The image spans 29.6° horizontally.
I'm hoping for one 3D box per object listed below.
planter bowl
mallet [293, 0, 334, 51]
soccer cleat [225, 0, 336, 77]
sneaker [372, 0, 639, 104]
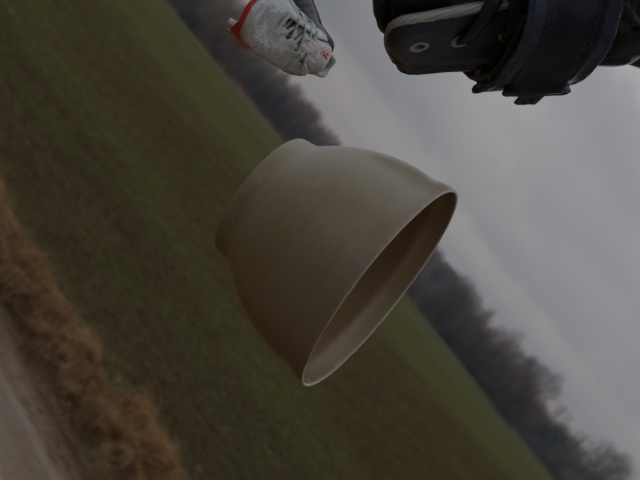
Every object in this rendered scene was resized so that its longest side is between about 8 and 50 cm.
[{"bbox_3d":[0.000,0.000,0.806,0.109,0.162,0.162,39,-1,14],"label":"planter bowl"},{"bbox_3d":[-0.032,-0.146,0.641,0.039,0.062,0.190,53,19,-42],"label":"mallet"},{"bbox_3d":[-0.013,-0.082,0.488,0.035,0.029,0.083,36,5,7],"label":"soccer cleat"},{"bbox_3d":[0.104,-0.091,0.359,0.226,0.163,0.086,170,-75,-75],"label":"sneaker"}]
